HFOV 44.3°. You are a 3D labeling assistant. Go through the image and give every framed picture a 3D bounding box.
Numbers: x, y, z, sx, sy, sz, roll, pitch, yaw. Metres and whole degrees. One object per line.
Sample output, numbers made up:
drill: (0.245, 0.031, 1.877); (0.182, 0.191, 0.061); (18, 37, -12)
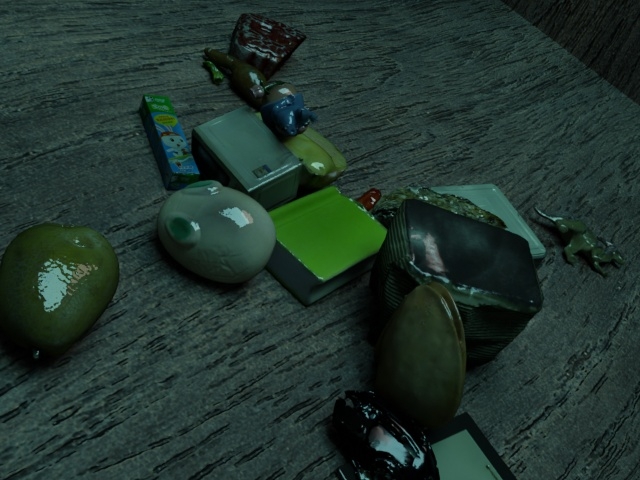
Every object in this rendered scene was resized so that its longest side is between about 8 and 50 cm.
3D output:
framed picture: (0.219, 0.447, 1.346); (0.347, 0.016, 0.265); (-11, 53, -40)

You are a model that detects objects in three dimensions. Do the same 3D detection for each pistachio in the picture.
pistachio: (0.189, 0.207, 1.405); (0.162, 0.261, 0.213); (-18, 49, -33)

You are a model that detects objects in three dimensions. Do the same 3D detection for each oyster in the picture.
oyster: (0.261, -0.046, 1.825); (0.350, 0.158, 0.162); (4, 3, -10)

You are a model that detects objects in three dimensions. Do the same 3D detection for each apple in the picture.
apple: (-0.051, -0.195, 1.811); (0.265, 0.120, 0.193); (42, 32, 27)

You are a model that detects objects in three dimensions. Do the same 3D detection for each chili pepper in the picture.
chili pepper: (-0.271, -0.432, 2.011); (0.034, 0.030, 0.091); (-21, 55, -17)

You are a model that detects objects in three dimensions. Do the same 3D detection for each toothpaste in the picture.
toothpaste: (-0.331, -0.215, 1.703); (0.065, 0.050, 0.267); (0, 46, -31)

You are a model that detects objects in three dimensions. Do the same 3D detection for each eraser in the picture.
eraser: (0.000, 0.000, 1.650); (0.210, 0.092, 0.274); (42, 40, 16)

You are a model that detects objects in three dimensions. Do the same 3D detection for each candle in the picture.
candle: (0.094, -0.084, 1.842); (0.053, 0.048, 0.162); (13, 31, 28)

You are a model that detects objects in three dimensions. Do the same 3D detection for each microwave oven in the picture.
microwave oven: (-0.160, -0.159, 1.674); (0.163, 0.129, 0.205); (-28, 64, -29)

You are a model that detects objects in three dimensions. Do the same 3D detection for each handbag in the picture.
handbag: (0.252, 0.098, 1.584); (0.340, 0.240, 0.247); (17, 41, -17)

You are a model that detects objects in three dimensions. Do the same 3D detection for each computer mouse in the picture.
computer mouse: (0.118, 0.344, 1.322); (0.241, 0.078, 0.146); (45, 38, 18)

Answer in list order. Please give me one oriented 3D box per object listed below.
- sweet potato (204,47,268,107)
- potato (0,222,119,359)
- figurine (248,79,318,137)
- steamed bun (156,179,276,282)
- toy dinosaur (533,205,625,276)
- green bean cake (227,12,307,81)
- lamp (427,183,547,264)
sweet potato: (-0.197, -0.422, 2.010); (0.269, 0.075, 0.074); (45, 39, 18)
potato: (-0.415, 0.076, 1.230); (0.174, 0.159, 0.251); (3, 49, 3)
figurine: (-0.076, -0.284, 1.670); (0.145, 0.114, 0.178); (60, -6, -25)
steamed bun: (-0.195, -0.024, 1.474); (0.228, 0.131, 0.177); (23, 63, 4)
toy dinosaur: (0.711, 0.003, 2.143); (0.294, 0.077, 0.162); (39, 31, -13)
green bean cake: (-0.147, -0.523, 2.141); (0.198, 0.097, 0.233); (22, 37, -12)
lamp: (0.416, -0.038, 2.007); (0.266, 0.047, 0.269); (-6, 51, -34)
